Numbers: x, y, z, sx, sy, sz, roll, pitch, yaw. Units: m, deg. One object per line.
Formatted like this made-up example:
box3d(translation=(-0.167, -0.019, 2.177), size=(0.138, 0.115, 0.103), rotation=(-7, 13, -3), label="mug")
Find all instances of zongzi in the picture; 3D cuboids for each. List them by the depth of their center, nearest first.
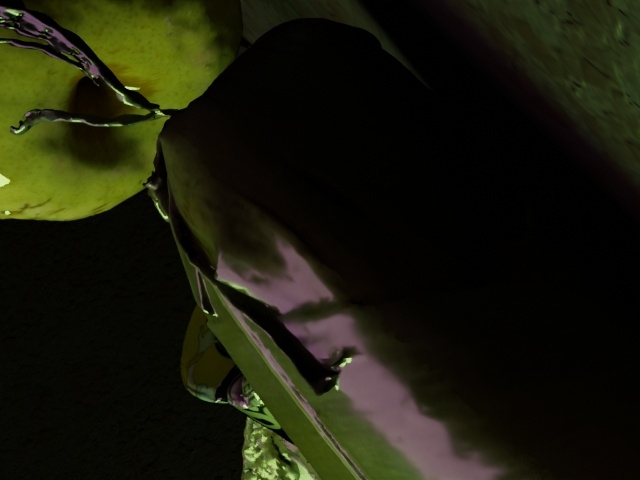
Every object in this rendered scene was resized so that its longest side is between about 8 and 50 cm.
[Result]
box3d(translation=(0.062, 0.011, 0.781), size=(0.447, 0.181, 0.418), rotation=(53, 160, -11), label="zongzi")

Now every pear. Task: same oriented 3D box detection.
box3d(translation=(-0.184, -0.148, 1.077), size=(0.271, 0.271, 0.271), rotation=(48, 175, 5), label="pear")

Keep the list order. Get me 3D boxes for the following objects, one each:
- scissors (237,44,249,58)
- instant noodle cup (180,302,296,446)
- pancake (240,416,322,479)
box3d(translation=(-0.091, -0.164, 1.445), size=(0.242, 0.030, 0.118), rotation=(45, 172, 26), label="scissors")
box3d(translation=(0.062, 0.079, 1.102), size=(0.236, 0.215, 0.215), rotation=(42, 179, -23), label="instant noodle cup")
box3d(translation=(0.098, 0.245, 1.604), size=(0.387, 0.082, 0.386), rotation=(14, 125, 21), label="pancake")
